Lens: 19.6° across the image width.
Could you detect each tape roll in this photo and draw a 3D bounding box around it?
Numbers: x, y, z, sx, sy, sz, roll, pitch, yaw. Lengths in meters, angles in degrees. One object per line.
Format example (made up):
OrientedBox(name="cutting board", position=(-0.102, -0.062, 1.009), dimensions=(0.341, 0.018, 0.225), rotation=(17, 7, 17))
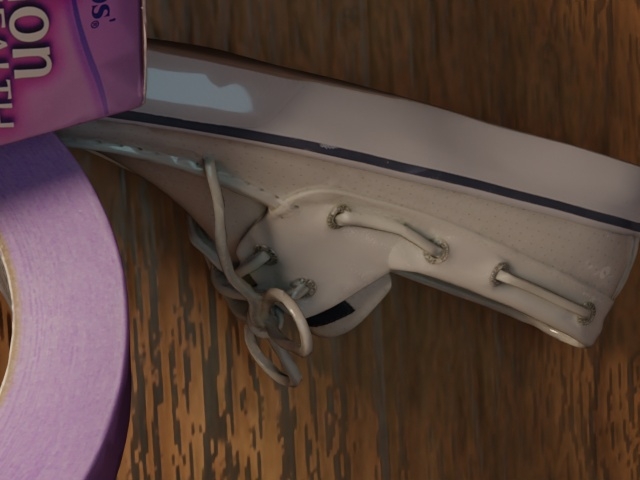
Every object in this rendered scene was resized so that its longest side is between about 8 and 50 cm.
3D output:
OrientedBox(name="tape roll", position=(-0.218, 0.051, 0.785), dimensions=(0.274, 0.090, 0.275), rotation=(2, 67, -4))

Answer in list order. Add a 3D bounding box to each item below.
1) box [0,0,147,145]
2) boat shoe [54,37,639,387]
OrientedBox(name="box", position=(-0.223, -0.126, 0.746), dimensions=(0.243, 0.213, 0.117), rotation=(-19, 135, -22))
OrientedBox(name="boat shoe", position=(-0.003, -0.001, 0.921), dimensions=(0.367, 0.136, 0.156), rotation=(12, 95, -32))
